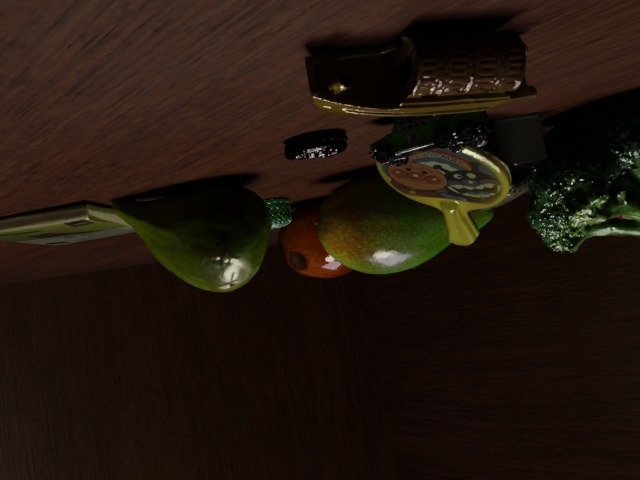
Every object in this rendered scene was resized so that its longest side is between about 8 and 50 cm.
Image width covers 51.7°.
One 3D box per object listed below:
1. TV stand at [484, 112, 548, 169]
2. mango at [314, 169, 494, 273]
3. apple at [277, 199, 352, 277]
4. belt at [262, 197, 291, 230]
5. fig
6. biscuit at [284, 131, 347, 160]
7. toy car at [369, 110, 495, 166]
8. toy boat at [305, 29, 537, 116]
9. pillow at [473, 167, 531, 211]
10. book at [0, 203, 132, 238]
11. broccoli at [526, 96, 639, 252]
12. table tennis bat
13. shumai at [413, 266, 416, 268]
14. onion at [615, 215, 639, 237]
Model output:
[{"bbox_3d":[0.299,-0.151,1.189,0.088,0.083,0.269,-9,177,-9],"label":"TV stand"},{"bbox_3d":[0.180,-0.049,1.385,0.381,0.201,0.225,-11,-140,-6],"label":"mango"},{"bbox_3d":[0.000,0.000,1.784,0.229,0.230,0.230,-11,178,0],"label":"apple"},{"bbox_3d":[-0.127,-0.053,1.602,0.121,0.079,0.151,-11,178,12],"label":"belt"},{"bbox_3d":[-0.233,-0.018,1.164,0.274,0.206,0.206,14,171,-15],"label":"fig"},{"bbox_3d":[-0.006,-0.131,0.928,0.089,0.027,0.087,-13,176,28],"label":"biscuit"},{"bbox_3d":[0.145,-0.143,0.883,0.165,0.063,0.071,-12,176,29],"label":"toy car"},{"bbox_3d":[0.095,-0.149,0.582,0.225,0.068,0.088,-7,171,-19],"label":"toy boat"},{"bbox_3d":[0.385,-0.114,1.283,0.241,0.051,0.093,-25,175,-32],"label":"pillow"},{"bbox_3d":[-0.487,-0.023,1.270,0.239,0.035,0.352,-9,178,3],"label":"book"},{"bbox_3d":[0.483,-0.105,1.135,0.245,0.295,0.265,19,-152,1],"label":"broccoli"},{"bbox_3d":[0.222,-0.081,1.154,0.224,0.054,0.369,8,159,23],"label":"table tennis bat"},{"bbox_3d":[0.153,-0.032,1.593,0.260,0.222,0.225,-12,177,29],"label":"shumai"},{"bbox_3d":[0.685,-0.120,1.431,0.276,0.277,0.276,-11,178,0],"label":"onion"}]
